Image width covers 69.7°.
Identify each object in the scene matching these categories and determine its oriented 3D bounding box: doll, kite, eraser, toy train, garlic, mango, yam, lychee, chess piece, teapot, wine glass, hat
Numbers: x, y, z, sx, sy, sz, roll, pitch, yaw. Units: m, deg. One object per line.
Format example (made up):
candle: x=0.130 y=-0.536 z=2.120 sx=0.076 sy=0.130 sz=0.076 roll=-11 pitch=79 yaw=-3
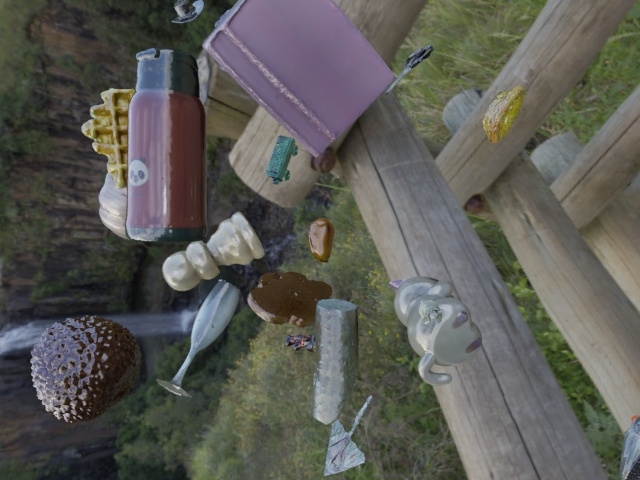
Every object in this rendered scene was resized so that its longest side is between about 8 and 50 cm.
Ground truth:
doll: x=0.359 y=0.243 z=1.444 sx=0.226 sy=0.215 sz=0.370 roll=-41 pitch=22 yaw=17
kite: x=0.079 y=0.540 z=1.265 sx=0.250 sy=0.012 sz=0.229 roll=-59 pitch=21 yaw=-6
eraser: x=-0.045 y=-0.411 z=1.049 sx=0.272 sy=0.359 sz=0.122 roll=-44 pitch=30 yaw=10
toy train: x=-0.129 y=-0.274 z=1.539 sx=0.070 sy=0.099 sz=0.172 roll=16 pitch=82 yaw=16
garlic: x=-0.384 y=-0.084 z=1.072 sx=0.218 sy=0.212 sz=0.218 roll=-62 pitch=-3 yaw=-6
mango: x=0.000 y=0.000 z=1.289 sx=0.077 sy=0.063 sz=0.127 roll=-6 pitch=83 yaw=33
yam: x=0.033 y=0.264 z=1.020 sx=0.106 sy=0.106 sz=0.259 roll=1 pitch=89 yaw=54
lychee: x=-0.588 y=0.307 z=1.144 sx=0.267 sy=0.268 sz=0.267 roll=-14 pitch=73 yaw=53
doll: x=-0.005 y=0.378 z=1.675 sx=0.249 sy=0.127 sz=0.088 roll=-7 pitch=80 yaw=29
chess piece: x=-0.338 y=0.051 z=1.421 sx=0.167 sy=0.300 sz=0.167 roll=54 pitch=167 yaw=19
teapot: x=0.298 y=0.198 z=1.232 sx=0.067 sy=0.057 sz=0.083 roll=-48 pitch=2 yaw=1
wine glass: x=-0.201 y=0.163 z=0.789 sx=0.066 sy=0.066 sz=0.198 roll=-25 pitch=32 yaw=50
hat: x=-0.427 y=-0.733 z=1.450 sx=0.121 sy=0.050 sz=0.121 roll=-15 pitch=50 yaw=19

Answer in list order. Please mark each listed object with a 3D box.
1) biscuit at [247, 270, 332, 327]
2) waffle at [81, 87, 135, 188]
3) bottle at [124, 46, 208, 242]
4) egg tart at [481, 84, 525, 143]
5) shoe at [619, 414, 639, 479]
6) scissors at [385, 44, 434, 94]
biscuit: x=-0.073 y=0.159 z=1.254 sx=0.208 sy=0.290 sz=0.041 roll=41 pitch=120 yaw=31
waffle: x=-0.379 y=-0.206 z=0.969 sx=0.057 sy=0.219 sz=0.229 roll=-9 pitch=86 yaw=62
bottle: x=-0.272 y=-0.167 z=0.820 sx=0.144 sy=0.144 sz=0.336 roll=11 pitch=100 yaw=55
egg tart: x=0.570 y=-0.400 z=1.452 sx=0.074 sy=0.191 sz=0.191 roll=30 pitch=110 yaw=26
shoe: x=0.885 y=0.583 z=1.289 sx=0.077 sy=0.074 sz=0.194 roll=-135 pitch=63 yaw=-70
scissors: x=0.316 y=-0.622 z=1.681 sx=0.109 sy=0.022 sz=0.300 roll=3 pitch=49 yaw=51
